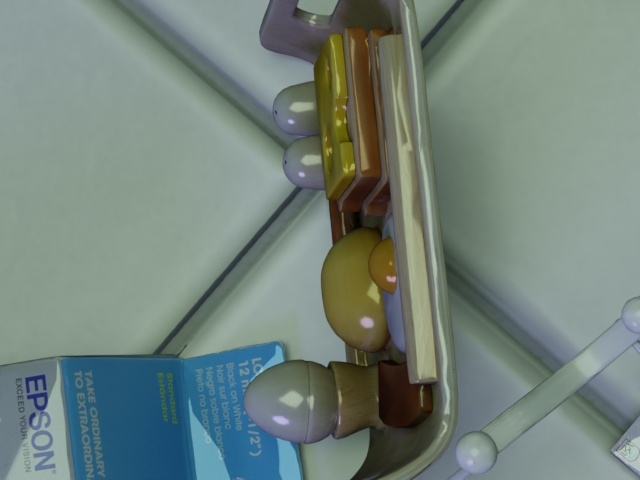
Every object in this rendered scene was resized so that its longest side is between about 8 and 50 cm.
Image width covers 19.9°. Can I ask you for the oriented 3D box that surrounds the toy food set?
[{"bbox_3d":[0.000,0.000,1.027,0.092,0.220,0.306,-4,80,-9],"label":"toy food set"}]

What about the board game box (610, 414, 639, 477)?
[{"bbox_3d":[0.233,0.119,1.073,0.090,0.020,0.090,39,89,14],"label":"board game box"}]

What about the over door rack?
[{"bbox_3d":[0.142,0.206,0.955,0.239,0.108,0.324,50,123,10],"label":"over door rack"}]

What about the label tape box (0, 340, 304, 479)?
[{"bbox_3d":[-0.182,0.202,1.094,0.347,0.115,0.249,-10,79,11],"label":"label tape box"}]
